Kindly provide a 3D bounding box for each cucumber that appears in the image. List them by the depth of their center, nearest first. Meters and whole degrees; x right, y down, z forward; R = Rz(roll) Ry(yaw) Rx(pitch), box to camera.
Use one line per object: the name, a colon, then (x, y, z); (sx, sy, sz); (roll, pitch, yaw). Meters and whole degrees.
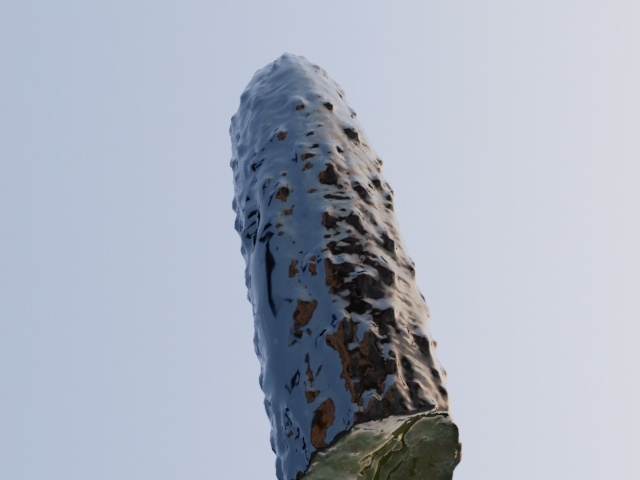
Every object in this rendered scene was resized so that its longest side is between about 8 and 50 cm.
cucumber: (0.000, 0.000, 0.796); (0.072, 0.303, 0.081); (-15, -51, 1)
